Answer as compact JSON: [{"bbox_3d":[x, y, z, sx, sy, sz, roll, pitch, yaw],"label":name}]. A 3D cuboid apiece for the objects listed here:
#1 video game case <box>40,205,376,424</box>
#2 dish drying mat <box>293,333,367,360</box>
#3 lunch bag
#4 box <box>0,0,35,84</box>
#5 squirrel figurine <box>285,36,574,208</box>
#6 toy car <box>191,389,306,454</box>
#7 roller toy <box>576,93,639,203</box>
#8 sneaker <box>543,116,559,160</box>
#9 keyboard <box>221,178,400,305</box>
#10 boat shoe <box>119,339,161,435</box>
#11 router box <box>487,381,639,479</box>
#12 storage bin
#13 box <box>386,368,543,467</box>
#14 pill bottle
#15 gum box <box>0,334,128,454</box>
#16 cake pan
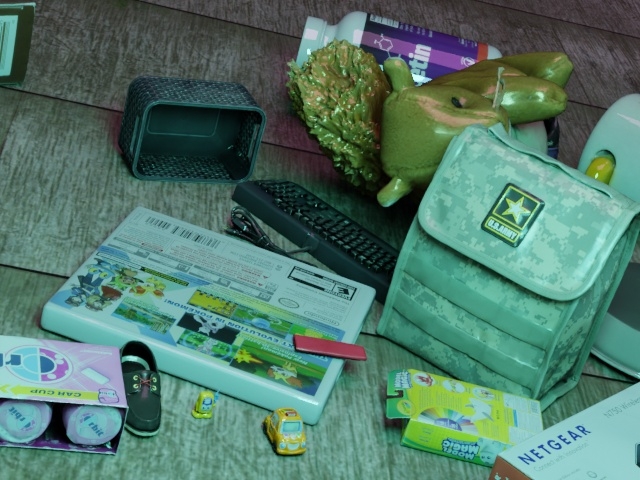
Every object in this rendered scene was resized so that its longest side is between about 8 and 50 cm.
[{"bbox_3d":[-0.120,0.079,1.712,0.329,0.036,0.300,20,27,6],"label":"video game case"},{"bbox_3d":[0.010,0.123,1.652,0.083,0.008,0.032,9,27,-12],"label":"dish drying mat"},{"bbox_3d":[0.226,0.027,1.718,0.235,0.287,0.169,30,30,24],"label":"lunch bag"},{"bbox_3d":[-0.606,-0.372,2.206,0.191,0.143,0.381,-9,34,-39],"label":"box"},{"bbox_3d":[0.134,-0.132,1.960,0.397,0.281,0.370,8,7,25],"label":"squirrel figurine"},{"bbox_3d":[-0.072,0.188,1.520,0.122,0.041,0.060,11,27,-10],"label":"toy car"},{"bbox_3d":[0.491,-0.123,2.262,0.146,0.209,0.191,30,-5,27],"label":"roller toy"},{"bbox_3d":[0.350,-0.184,2.372,0.107,0.124,0.283,13,26,-6],"label":"sneaker"},{"bbox_3d":[0.000,0.000,1.935,0.317,0.033,0.201,33,32,33],"label":"keyboard"},{"bbox_3d":[-0.191,0.154,1.522,0.049,0.042,0.133,8,29,-19],"label":"boat shoe"},{"bbox_3d":[0.382,0.289,1.524,0.301,0.082,0.335,34,32,32],"label":"router box"},{"bbox_3d":[-0.180,-0.153,2.029,0.180,0.122,0.084,2,30,-25],"label":"storage bin"},{"bbox_3d":[0.157,0.201,1.620,0.179,0.043,0.105,16,27,-4],"label":"box"},{"bbox_3d":[0.120,-0.259,2.329,0.322,0.182,0.181,14,27,-3],"label":"pill bottle"},{"bbox_3d":[-0.294,0.150,1.447,0.188,0.062,0.107,7,28,-17],"label":"gum box"},{"bbox_3d":[0.464,0.110,1.929,0.293,0.054,0.293,12,24,-6],"label":"cake pan"}]
